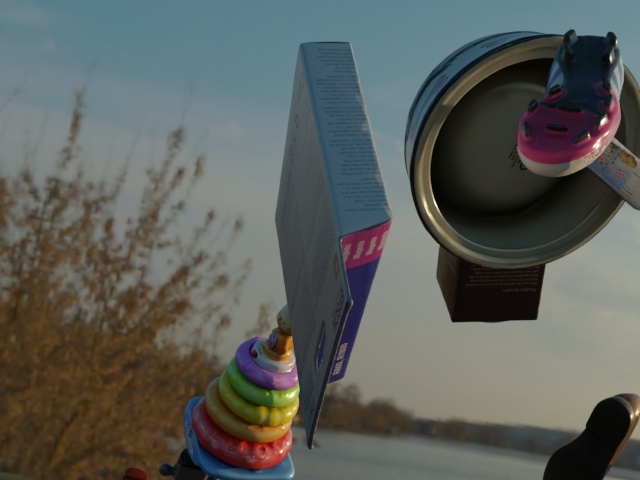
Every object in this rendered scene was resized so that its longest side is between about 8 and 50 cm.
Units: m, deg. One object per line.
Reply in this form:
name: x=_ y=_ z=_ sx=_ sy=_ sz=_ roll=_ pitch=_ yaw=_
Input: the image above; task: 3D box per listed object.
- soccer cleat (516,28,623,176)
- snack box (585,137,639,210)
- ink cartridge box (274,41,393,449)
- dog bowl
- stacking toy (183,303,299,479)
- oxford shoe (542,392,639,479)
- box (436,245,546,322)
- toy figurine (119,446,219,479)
soccer cleat: x=0.330 y=-0.146 z=1.377 sx=0.116 sy=0.331 sz=0.143 roll=8 pitch=-52 yaw=21
snack box: x=0.474 y=-0.121 z=1.733 sx=0.178 sy=0.064 sz=0.022 roll=35 pitch=1 yaw=-23
ink cartridge box: x=0.012 y=0.012 z=1.180 sx=0.071 sy=0.330 sz=0.324 roll=-4 pitch=-34 yaw=-11
dog bowl: x=0.320 y=-0.162 z=1.779 sx=0.408 sy=0.408 sz=0.150 roll=13 pitch=22 yaw=-22
stacking toy: x=-0.085 y=0.212 z=1.632 sx=0.166 sy=0.302 sz=0.175 roll=10 pitch=33 yaw=-25
oxford shoe: x=0.390 y=0.296 z=1.516 sx=0.076 sy=0.212 sz=0.076 roll=-14 pitch=53 yaw=-46
box: x=0.320 y=0.026 z=2.023 sx=0.168 sy=0.203 sz=0.167 roll=-1 pitch=30 yaw=-6
toy figurine: x=-0.221 y=0.446 z=1.695 sx=0.213 sy=0.148 sz=0.209 roll=44 pitch=38 yaw=23
